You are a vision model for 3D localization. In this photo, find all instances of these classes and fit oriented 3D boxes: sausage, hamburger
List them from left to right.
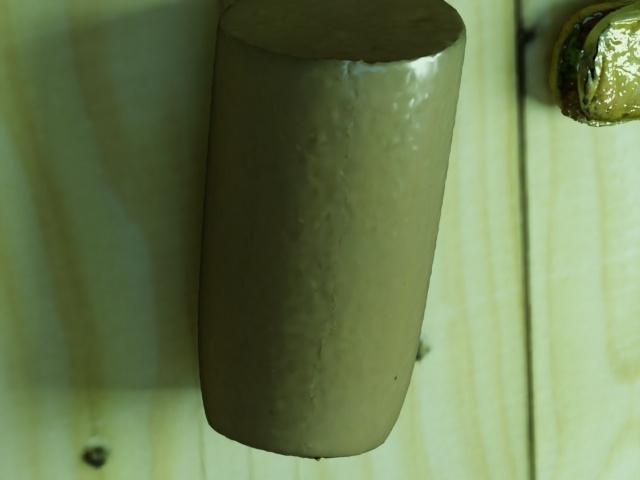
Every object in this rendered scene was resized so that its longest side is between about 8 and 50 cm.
[{"bbox_3d":[0.000,0.000,0.878,0.123,0.123,0.252,-8,121,-22],"label":"sausage"},{"bbox_3d":[0.168,-0.098,0.949,0.083,0.044,0.076,-7,119,-24],"label":"hamburger"}]
